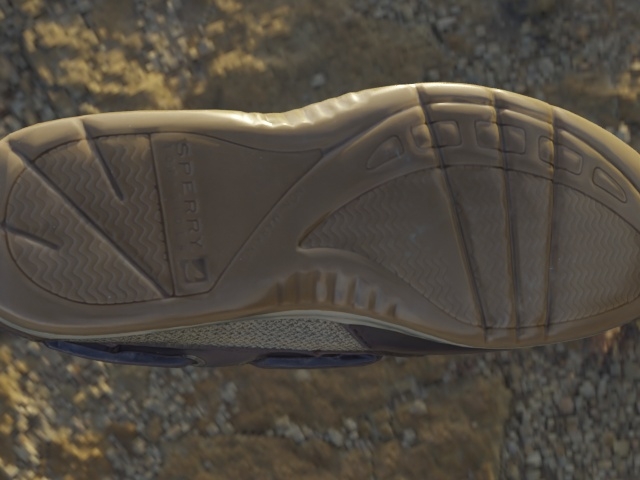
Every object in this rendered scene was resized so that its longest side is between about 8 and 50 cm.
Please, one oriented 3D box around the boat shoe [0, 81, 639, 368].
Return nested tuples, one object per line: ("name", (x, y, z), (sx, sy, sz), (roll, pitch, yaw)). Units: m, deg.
("boat shoe", (0.000, 0.000, 0.586), (0.285, 0.092, 0.102), (-3, 80, -22))
